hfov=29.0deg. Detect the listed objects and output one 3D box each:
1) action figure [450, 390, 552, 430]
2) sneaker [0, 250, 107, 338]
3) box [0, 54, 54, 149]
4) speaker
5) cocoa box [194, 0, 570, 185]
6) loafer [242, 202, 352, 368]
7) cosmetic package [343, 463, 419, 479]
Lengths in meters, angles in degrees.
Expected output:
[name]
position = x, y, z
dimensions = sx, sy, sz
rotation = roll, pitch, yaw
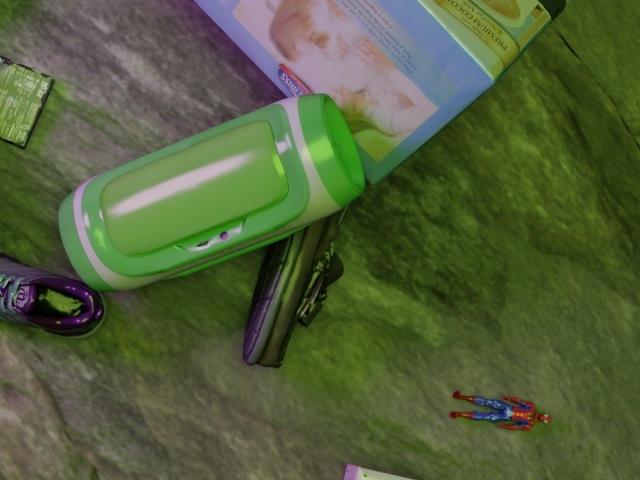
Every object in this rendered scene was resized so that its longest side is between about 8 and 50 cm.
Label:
[action figure]
position = 0.206, 0.194, 1.394
dimensions = 0.115, 0.030, 0.038
rotation = 10, 76, -12
[sneaker]
position = -0.328, 0.046, 1.265
dimensions = 0.224, 0.098, 0.083
rotation = 11, 81, -10
[box]
position = -0.333, -0.149, 1.329
dimensions = 0.067, 0.018, 0.083
rotation = 22, 79, -8
[speaker]
position = -0.110, -0.046, 1.254
dimensions = 0.297, 0.131, 0.131
rotation = -20, 87, 14
[cocoa box]
position = 0.049, -0.281, 1.282
dimensions = 0.347, 0.231, 0.228
rotation = 46, 50, -3
[loafer]
position = 0.000, 0.000, 1.338
dimensions = 0.095, 0.109, 0.302
rotation = 19, 77, -13
[cosmetic package]
position = 0.054, 0.368, 1.324
dimensions = 0.099, 0.060, 0.239
rotation = 14, 81, -9
